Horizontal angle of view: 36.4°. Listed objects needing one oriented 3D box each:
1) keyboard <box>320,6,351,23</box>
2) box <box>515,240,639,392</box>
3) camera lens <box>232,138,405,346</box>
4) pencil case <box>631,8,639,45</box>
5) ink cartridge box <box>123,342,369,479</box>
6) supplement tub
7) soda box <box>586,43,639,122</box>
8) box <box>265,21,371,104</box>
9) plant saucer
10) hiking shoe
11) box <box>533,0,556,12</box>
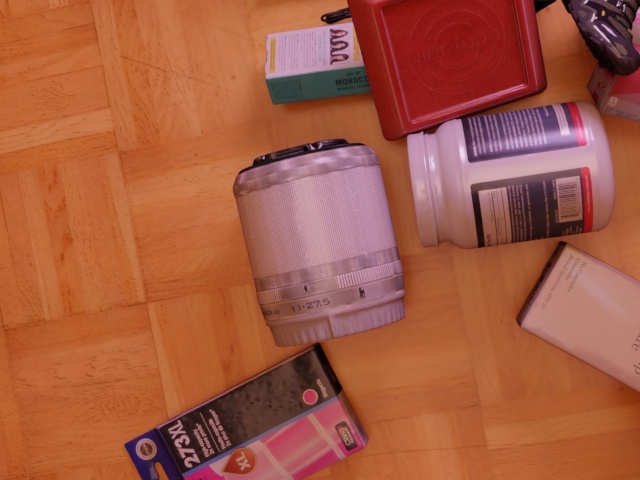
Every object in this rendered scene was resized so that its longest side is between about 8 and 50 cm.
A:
[{"bbox_3d":[0.061,-0.429,1.509,0.317,0.033,0.202,-7,85,9],"label":"keyboard"},{"bbox_3d":[0.458,0.136,1.421,0.311,0.121,0.148,28,95,7],"label":"box"},{"bbox_3d":[0.000,0.000,1.432,0.219,0.219,0.275,-13,90,8],"label":"camera lens"},{"bbox_3d":[0.521,-0.348,1.402,0.273,0.113,0.124,-18,71,7],"label":"pencil case"},{"bbox_3d":[-0.125,0.323,1.540,0.370,0.069,0.176,-28,87,10],"label":"ink cartridge box"},{"bbox_3d":[0.271,-0.090,1.406,0.272,0.191,0.191,-8,90,8],"label":"supplement tub"},{"bbox_3d":[0.519,-0.203,1.372,0.263,0.092,0.084,12,122,-9],"label":"soda box"},{"bbox_3d":[0.041,-0.275,1.478,0.244,0.060,0.101,-6,54,8],"label":"box"},{"bbox_3d":[0.188,-0.279,1.379,0.258,0.048,0.259,-18,122,1],"label":"plant saucer"},{"bbox_3d":[0.392,-0.320,1.302,0.114,0.086,0.227,-29,52,17],"label":"hiking shoe"},{"bbox_3d":[0.242,-0.471,1.426,0.184,0.103,0.261,-2,91,-6],"label":"box"}]
